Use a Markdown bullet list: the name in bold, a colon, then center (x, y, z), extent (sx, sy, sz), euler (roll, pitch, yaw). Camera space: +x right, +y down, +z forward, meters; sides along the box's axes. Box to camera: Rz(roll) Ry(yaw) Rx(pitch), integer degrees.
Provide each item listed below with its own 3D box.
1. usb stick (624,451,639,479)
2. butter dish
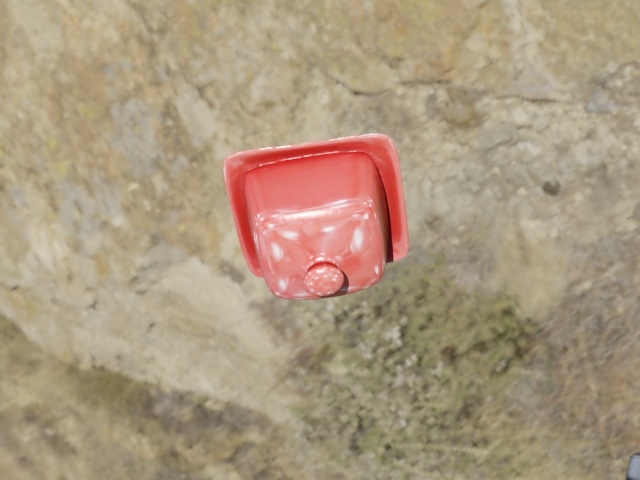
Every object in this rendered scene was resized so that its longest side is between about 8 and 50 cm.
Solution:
- **usb stick**: center (0.417, 0.413, 1.518), extent (0.077, 0.278, 0.045), euler (7, 158, 27)
- **butter dish**: center (0.000, 0.000, 1.041), extent (0.118, 0.160, 0.160), euler (-93, -6, -47)
